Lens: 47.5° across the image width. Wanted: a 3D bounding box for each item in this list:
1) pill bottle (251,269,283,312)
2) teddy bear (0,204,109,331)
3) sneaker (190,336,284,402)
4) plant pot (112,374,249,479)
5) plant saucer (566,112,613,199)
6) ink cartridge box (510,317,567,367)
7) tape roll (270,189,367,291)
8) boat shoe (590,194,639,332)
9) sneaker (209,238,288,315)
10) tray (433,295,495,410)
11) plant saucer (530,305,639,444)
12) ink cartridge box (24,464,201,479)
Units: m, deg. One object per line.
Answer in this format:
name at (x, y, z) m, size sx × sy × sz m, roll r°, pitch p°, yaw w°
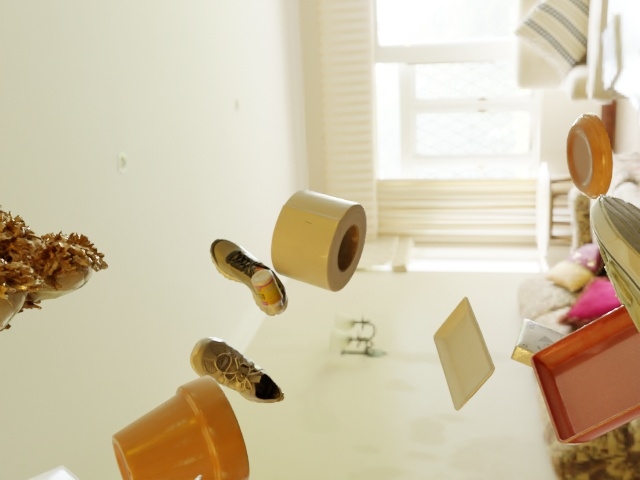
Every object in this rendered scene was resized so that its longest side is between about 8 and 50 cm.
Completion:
pill bottle at (-0.100, 0.100, 1.406) m, size 0.043 × 0.043 × 0.083 m, roll -77°, pitch -29°, yaw -52°
teddy bear at (-0.359, 0.004, 0.636) m, size 0.245 × 0.338 × 0.113 m, roll -25°, pitch -58°, yaw -49°
sneaker at (-0.192, 0.315, 1.763) m, size 0.281 × 0.115 × 0.105 m, roll 37°, pitch -114°, yaw -39°
plant pot at (-0.251, 0.364, 1.267) m, size 0.205 × 0.188 × 0.205 m, roll 42°, pitch 141°, yaw 47°
plant saucer at (0.608, -0.190, 1.665) m, size 0.200 × 0.037 × 0.199 m, roll 172°, pitch 90°, yaw -89°
ink cartridge box at (0.618, 0.296, 1.889) m, size 0.223 × 0.224 × 0.045 m, roll -34°, pitch -35°, yaw -66°
tape roll at (0.000, 0.000, 1.945) m, size 0.246 × 0.169 × 0.246 m, roll -47°, pitch -34°, yaw -47°
boat shoe at (0.443, 0.058, 0.996) m, size 0.302 × 0.109 × 0.094 m, roll -103°, pitch 27°, yaw -46°
sneaker at (-0.186, 0.078, 1.946) m, size 0.100 × 0.271 × 0.108 m, roll -41°, pitch -20°, yaw -29°
tray at (0.336, 0.260, 1.688) m, size 0.145 × 0.030 × 0.270 m, roll -55°, pitch 20°, yaw 24°
plant saucer at (0.497, 0.217, 1.219) m, size 0.047 × 0.258 × 0.259 m, roll 52°, pitch -162°, yaw -15°
ink cartridge box at (-0.257, 0.302, 0.549) m, size 0.353 × 0.119 × 0.207 m, roll -51°, pitch -6°, yaw -6°
